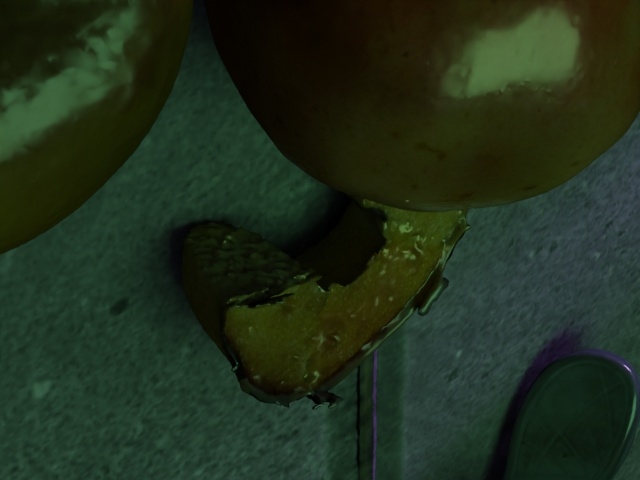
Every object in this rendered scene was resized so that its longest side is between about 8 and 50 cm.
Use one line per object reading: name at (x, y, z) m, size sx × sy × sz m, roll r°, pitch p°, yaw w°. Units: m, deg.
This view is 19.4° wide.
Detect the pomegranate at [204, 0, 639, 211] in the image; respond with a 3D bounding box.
pomegranate at (0.049, -0.110, 0.844) m, size 0.209 × 0.209 × 0.209 m, roll -26°, pitch 137°, yaw -27°

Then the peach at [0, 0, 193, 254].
peach at (-0.161, -0.099, 0.696) m, size 0.251 × 0.153 × 0.251 m, roll -28°, pitch 133°, yaw -34°

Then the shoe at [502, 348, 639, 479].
shoe at (0.171, 0.153, 1.309) m, size 0.078 × 0.079 × 0.195 m, roll -43°, pitch 151°, yaw -64°

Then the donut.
donut at (0.006, 0.004, 1.007) m, size 0.181 × 0.078 × 0.146 m, roll -51°, pitch 144°, yaw -8°
